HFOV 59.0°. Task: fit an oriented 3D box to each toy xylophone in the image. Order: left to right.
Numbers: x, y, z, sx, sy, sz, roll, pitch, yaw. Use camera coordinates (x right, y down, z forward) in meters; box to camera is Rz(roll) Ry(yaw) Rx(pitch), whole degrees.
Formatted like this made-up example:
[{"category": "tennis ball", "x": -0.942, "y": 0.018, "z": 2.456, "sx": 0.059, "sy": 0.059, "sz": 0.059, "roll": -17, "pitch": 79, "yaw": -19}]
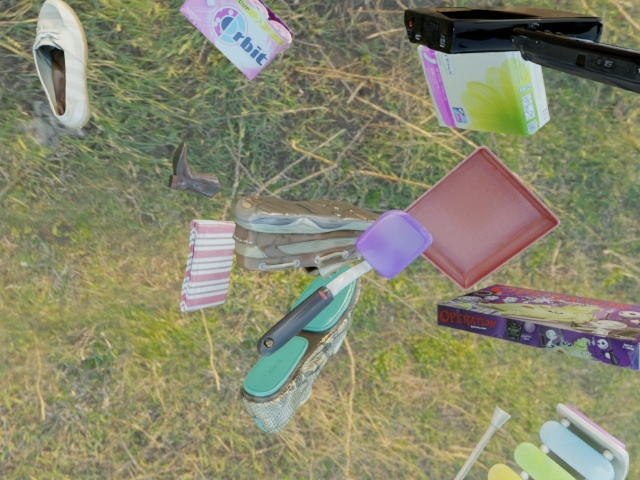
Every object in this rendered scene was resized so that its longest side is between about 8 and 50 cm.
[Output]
[{"category": "toy xylophone", "x": 0.300, "y": 0.392, "z": 0.855, "sx": 0.081, "sy": 0.236, "sz": 0.323, "roll": 39, "pitch": 80, "yaw": -44}]

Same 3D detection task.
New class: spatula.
[{"category": "spatula", "x": 0.028, "y": 0.061, "z": 0.796, "sx": 0.296, "sy": 0.084, "sz": 0.030, "roll": -37, "pitch": 160, "yaw": -19}]

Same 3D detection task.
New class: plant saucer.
[{"category": "plant saucer", "x": 0.322, "y": -0.046, "z": 1.203, "sx": 0.258, "sy": 0.048, "sz": 0.259, "roll": 38, "pitch": 117, "yaw": -20}]

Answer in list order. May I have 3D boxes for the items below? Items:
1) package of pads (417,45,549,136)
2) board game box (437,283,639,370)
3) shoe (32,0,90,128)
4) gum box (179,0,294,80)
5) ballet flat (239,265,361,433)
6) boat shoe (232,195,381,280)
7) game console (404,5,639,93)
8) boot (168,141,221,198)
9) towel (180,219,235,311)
[{"category": "package of pads", "x": 0.368, "y": -0.370, "z": 1.294, "sx": 0.101, "sy": 0.296, "sz": 0.229, "roll": -34, "pitch": 120, "yaw": -20}, {"category": "board game box", "x": 0.404, "y": 0.136, "z": 0.981, "sx": 0.208, "sy": 0.346, "sz": 0.056, "roll": -5, "pitch": 97, "yaw": -42}, {"category": "shoe", "x": -0.433, "y": -0.299, "z": 0.943, "sx": 0.058, "sy": 0.076, "sz": 0.219, "roll": -12, "pitch": 92, "yaw": -77}, {"category": "gum box", "x": -0.149, "y": -0.399, "z": 1.044, "sx": 0.188, "sy": 0.062, "sz": 0.107, "roll": 43, "pitch": 119, "yaw": -14}, {"category": "ballet flat", "x": -0.032, "y": 0.268, "z": 1.407, "sx": 0.483, "sy": 0.163, "sz": 0.182, "roll": -52, "pitch": 140, "yaw": -42}, {"category": "boat shoe", "x": 0.000, "y": 0.000, "z": 0.930, "sx": 0.324, "sy": 0.123, "sz": 0.117, "roll": 3, "pitch": 107, "yaw": -31}, {"category": "game console", "x": 0.259, "y": -0.215, "z": 0.609, "sx": 0.213, "sy": 0.361, "sz": 0.044, "roll": -9, "pitch": 120, "yaw": -19}, {"category": "boot", "x": -0.266, "y": -0.151, "z": 1.233, "sx": 0.114, "sy": 0.037, "sz": 0.107, "roll": 11, "pitch": 101, "yaw": -36}, {"category": "towel", "x": -0.244, "y": 0.053, "z": 1.236, "sx": 0.144, "sy": 0.029, "sz": 0.197, "roll": 0, "pitch": 102, "yaw": -63}]
